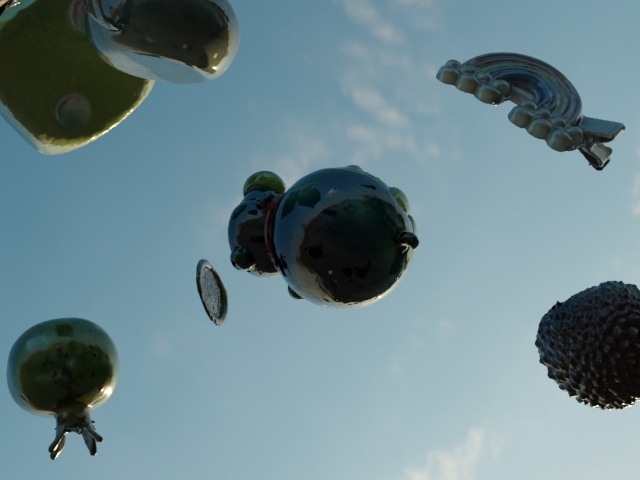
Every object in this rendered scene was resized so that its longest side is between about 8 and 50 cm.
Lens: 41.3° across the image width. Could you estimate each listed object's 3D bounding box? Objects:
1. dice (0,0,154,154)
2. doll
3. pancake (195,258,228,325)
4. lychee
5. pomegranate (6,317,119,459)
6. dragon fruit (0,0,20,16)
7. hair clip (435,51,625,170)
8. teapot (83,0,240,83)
[{"bbox_3d":[-0.431,-0.305,1.341,0.250,0.252,0.254,-44,-45,-13],"label":"dice"},{"bbox_3d":[0.000,-0.001,1.190,0.186,0.322,0.198,-49,-58,-39],"label":"doll"},{"bbox_3d":[-0.167,0.081,1.304,0.011,0.115,0.115,-16,-50,13],"label":"pancake"},{"bbox_3d":[0.406,0.150,1.208,0.188,0.188,0.188,-14,-55,-21],"label":"lychee"},{"bbox_3d":[-0.404,0.233,1.351,0.182,0.224,0.181,-12,-28,-7],"label":"pomegranate"},{"bbox_3d":[-0.203,-0.101,0.379,0.112,0.126,0.068,13,-73,-6],"label":"dragon fruit"},{"bbox_3d":[0.256,-0.164,1.014,0.140,0.220,0.054,-40,-21,-39],"label":"hair clip"},{"bbox_3d":[-0.197,-0.277,1.076,0.294,0.193,0.129,19,-101,-65],"label":"teapot"}]
